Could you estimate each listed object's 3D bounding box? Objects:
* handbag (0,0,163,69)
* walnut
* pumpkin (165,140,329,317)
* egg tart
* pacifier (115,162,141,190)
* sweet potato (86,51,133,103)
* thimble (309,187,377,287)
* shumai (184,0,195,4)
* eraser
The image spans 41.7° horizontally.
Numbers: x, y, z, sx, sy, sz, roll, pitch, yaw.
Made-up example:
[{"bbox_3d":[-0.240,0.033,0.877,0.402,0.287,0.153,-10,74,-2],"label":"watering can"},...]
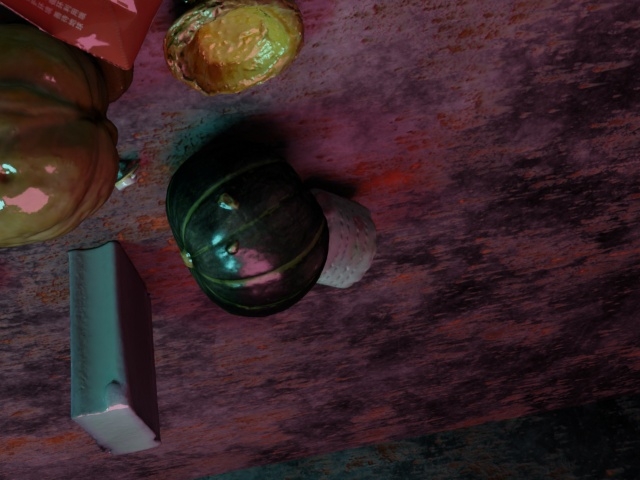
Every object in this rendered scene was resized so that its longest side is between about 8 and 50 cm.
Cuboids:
[{"bbox_3d":[-0.338,-0.338,0.983,0.298,0.171,0.151,19,108,-42],"label":"handbag"},{"bbox_3d":[-0.458,-0.136,1.169,0.343,0.306,0.306,-14,151,19],"label":"walnut"},{"bbox_3d":[-0.135,-0.019,1.487,0.241,0.323,0.323,-36,154,-18],"label":"pumpkin"},{"bbox_3d":[-0.130,-0.298,1.225,0.212,0.090,0.213,-18,156,-8],"label":"egg tart"},{"bbox_3d":[-0.356,-0.124,1.483,0.083,0.068,0.064,-22,117,43],"label":"pacifier"},{"bbox_3d":[-0.318,-0.269,1.245,0.081,0.062,0.233,12,148,-5],"label":"sweet potato"},{"bbox_3d":[0.000,0.000,1.686,0.149,0.186,0.211,14,156,-37],"label":"thimble"},{"bbox_3d":[-0.168,-0.362,1.126,0.082,0.081,0.083,-21,147,10],"label":"shumai"},{"bbox_3d":[-0.418,0.225,1.718,0.122,0.359,0.272,-11,148,-2],"label":"eraser"}]
